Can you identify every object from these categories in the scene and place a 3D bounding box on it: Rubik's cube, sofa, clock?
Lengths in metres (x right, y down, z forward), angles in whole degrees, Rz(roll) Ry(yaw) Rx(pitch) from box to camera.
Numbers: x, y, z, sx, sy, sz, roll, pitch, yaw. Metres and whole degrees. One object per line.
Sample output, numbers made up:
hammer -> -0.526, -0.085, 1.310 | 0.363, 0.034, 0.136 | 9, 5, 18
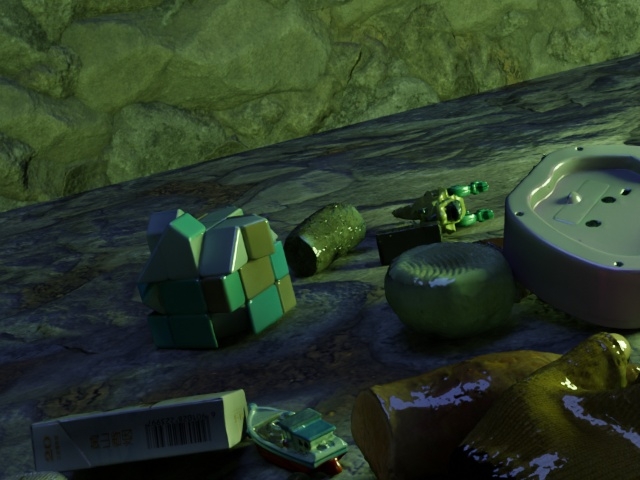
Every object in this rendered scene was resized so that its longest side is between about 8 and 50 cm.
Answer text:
Rubik's cube -> -0.182, 0.044, 1.749 | 0.265, 0.213, 0.224 | -5, 17, 32
sofa -> 0.161, 0.004, 1.931 | 0.118, 0.060, 0.039 | -10, 9, 8
clock -> 0.433, -0.017, 1.539 | 0.339, 0.102, 0.338 | -5, 35, 3

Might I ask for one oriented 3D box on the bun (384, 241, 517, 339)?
bun -> 0.182, 0.077, 1.543 | 0.195, 0.118, 0.195 | -7, 20, 2

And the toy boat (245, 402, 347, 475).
toy boat -> -0.035, 0.228, 1.266 | 0.069, 0.058, 0.173 | -21, 18, -31

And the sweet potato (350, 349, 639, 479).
sweet potato -> 0.204, 0.177, 1.162 | 0.337, 0.131, 0.131 | -15, 15, -7

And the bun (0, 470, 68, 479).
bun -> -0.328, 0.304, 1.187 | 0.115, 0.069, 0.115 | -11, 12, 2

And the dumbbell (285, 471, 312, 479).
dumbbell -> 0.013, 0.270, 1.104 | 0.118, 0.046, 0.052 | 1, 24, 37

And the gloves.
gloves -> 0.282, 0.178, 1.029 | 0.356, 0.155, 0.203 | -34, 15, -18

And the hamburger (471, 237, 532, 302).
hamburger -> 0.297, 0.033, 1.677 | 0.102, 0.087, 0.176 | -20, 15, -24

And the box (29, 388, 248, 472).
box -> -0.212, 0.229, 1.293 | 0.233, 0.067, 0.149 | -9, -8, 5

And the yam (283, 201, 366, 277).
yam -> 0.000, 0.000, 1.999 | 0.107, 0.107, 0.183 | -3, 19, 30

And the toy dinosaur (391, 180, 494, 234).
toy dinosaur -> 0.226, -0.060, 2.084 | 0.153, 0.094, 0.259 | -13, 6, -20

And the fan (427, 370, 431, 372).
fan -> 0.208, 0.183, 1.336 | 0.193, 0.016, 0.038 | 0, 22, 40
